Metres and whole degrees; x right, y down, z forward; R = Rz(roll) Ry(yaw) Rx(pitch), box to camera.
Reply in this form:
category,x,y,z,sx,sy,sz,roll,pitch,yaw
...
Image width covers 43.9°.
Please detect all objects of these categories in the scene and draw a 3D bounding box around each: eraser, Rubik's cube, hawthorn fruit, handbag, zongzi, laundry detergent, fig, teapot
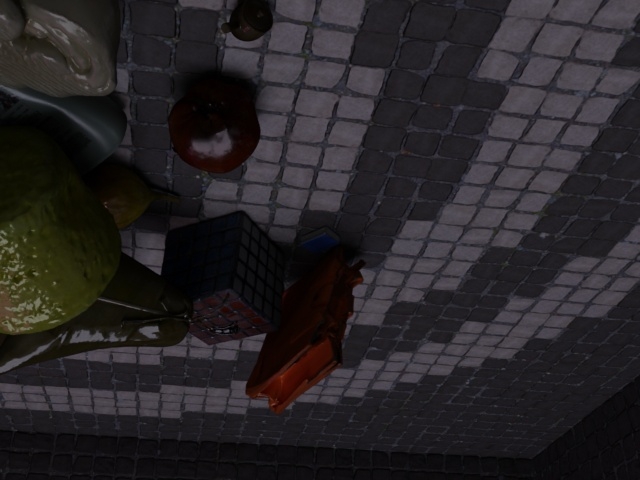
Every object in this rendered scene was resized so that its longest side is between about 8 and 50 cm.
category,x,y,z,sx,sy,sz,roll,pitch,yaw
eraser,0.000,0.000,2.044,0.084,0.027,0.063,-24,139,31
Rubik's cube,-0.246,0.100,2.009,0.237,0.237,0.238,-13,144,24
hawthorn fruit,-0.208,-0.217,1.583,0.185,0.185,0.202,-2,164,2
handbag,-0.033,0.218,1.997,0.116,0.410,0.303,36,124,-12
zongzi,-0.454,0.222,1.766,0.447,0.418,0.181,31,158,-8
laundry detergent,-0.605,-0.269,1.538,0.264,0.125,0.398,-25,138,31
fig,-0.438,-0.095,1.818,0.257,0.159,0.159,2,151,-35
teapot,-0.142,-0.388,1.391,0.080,0.110,0.085,-21,100,50

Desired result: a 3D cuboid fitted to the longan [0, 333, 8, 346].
category,x,y,z,sx,sy,sz,roll,pitch,yaw
longan,-0.671,0.136,1.961,0.360,0.361,0.361,0,147,0

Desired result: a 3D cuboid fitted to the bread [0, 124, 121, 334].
category,x,y,z,sx,sy,sz,roll,pitch,yaw
bread,-0.573,-0.023,1.502,0.348,0.348,0.308,-3,142,4

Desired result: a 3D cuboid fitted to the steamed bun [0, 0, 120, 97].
category,x,y,z,sx,sy,sz,roll,pitch,yaw
steamed bun,-0.466,-0.389,1.241,0.367,0.255,0.342,13,169,26
